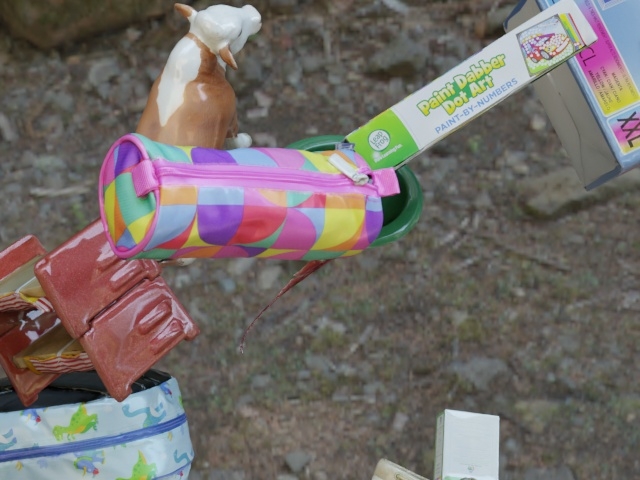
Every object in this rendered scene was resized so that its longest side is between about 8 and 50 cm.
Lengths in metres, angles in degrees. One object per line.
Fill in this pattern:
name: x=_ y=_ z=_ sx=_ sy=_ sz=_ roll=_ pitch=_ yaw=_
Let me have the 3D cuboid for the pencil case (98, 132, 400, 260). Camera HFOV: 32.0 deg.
pencil case: x=-0.057 y=-0.033 z=0.895 sx=0.236 sy=0.104 sz=0.104 roll=-3 pitch=35 yaw=-37

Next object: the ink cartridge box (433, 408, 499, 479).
ink cartridge box: x=0.272 y=0.428 z=2.084 sx=0.109 sy=0.062 sz=0.209 roll=9 pitch=65 yaw=-9

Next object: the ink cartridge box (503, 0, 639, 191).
ink cartridge box: x=0.487 y=-0.276 z=1.503 sx=0.396 sy=0.151 sz=0.270 roll=-25 pitch=86 yaw=-11

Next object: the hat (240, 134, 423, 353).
hat: x=0.000 y=0.000 z=1.311 sx=0.209 sy=0.183 sz=0.173 roll=-5 pitch=50 yaw=-17

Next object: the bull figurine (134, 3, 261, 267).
bull figurine: x=-0.144 y=-0.110 z=1.234 sx=0.101 sy=0.188 sz=0.310 roll=20 pitch=82 yaw=17

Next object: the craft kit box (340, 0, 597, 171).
craft kit box: x=0.129 y=-0.134 z=1.119 sx=0.247 sy=0.061 sz=0.250 roll=-30 pitch=1 yaw=-4

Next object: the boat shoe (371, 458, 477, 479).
boat shoe: x=0.221 y=0.412 z=1.702 sx=0.302 sy=0.109 sz=0.098 roll=16 pitch=85 yaw=4

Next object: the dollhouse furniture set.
dollhouse furniture set: x=-0.327 y=0.136 z=1.043 sx=0.201 sy=0.152 sz=0.374 roll=-10 pitch=24 yaw=50

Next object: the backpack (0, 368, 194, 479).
backpack: x=-0.337 y=0.270 z=1.457 sx=0.356 sy=0.290 sz=0.273 roll=-25 pitch=80 yaw=18
